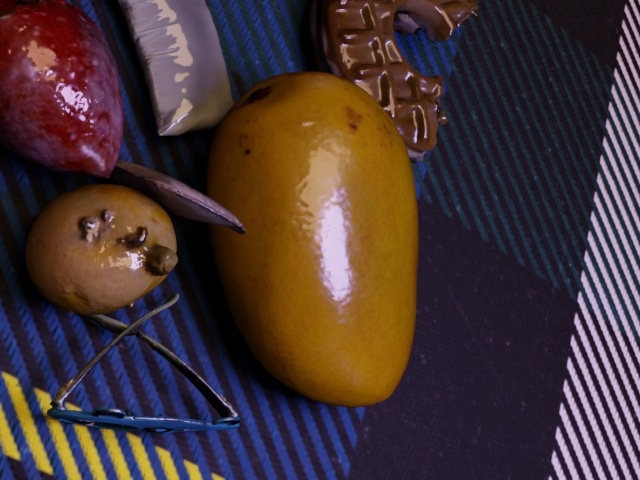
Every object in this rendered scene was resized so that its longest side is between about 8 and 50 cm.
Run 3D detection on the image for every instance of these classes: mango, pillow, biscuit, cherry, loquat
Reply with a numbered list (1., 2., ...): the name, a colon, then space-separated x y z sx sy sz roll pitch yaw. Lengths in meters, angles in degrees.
1. mango: 0.000 0.000 1.465 0.300 0.232 0.445 -12 91 -45
2. pillow: -0.199 -0.261 1.498 0.144 0.078 0.254 -15 84 -40
3. pillow: -0.182 -0.057 1.351 0.131 0.233 0.038 32 84 -33
4. biscuit: 0.102 -0.309 1.724 0.268 0.115 0.366 32 56 -24
5. cherry: -0.316 -0.177 1.312 0.175 0.192 0.249 -34 100 -3
6. loquat: -0.244 0.011 1.296 0.172 0.205 0.149 -10 101 -50

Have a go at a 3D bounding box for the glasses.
1. glasses: -0.214 0.160 1.350 0.239 0.102 0.206 13 39 -32
